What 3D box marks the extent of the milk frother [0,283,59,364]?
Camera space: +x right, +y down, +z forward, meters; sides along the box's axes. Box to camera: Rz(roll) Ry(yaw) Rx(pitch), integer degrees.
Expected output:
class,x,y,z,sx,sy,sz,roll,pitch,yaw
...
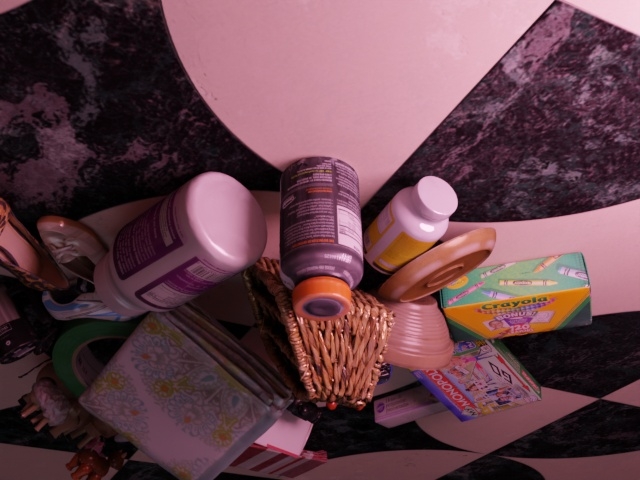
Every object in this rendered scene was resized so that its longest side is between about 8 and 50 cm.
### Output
class,x,y,z,sx,sy,sz,roll,pitch,yaw
milk frother,-0.602,0.165,1.598,0.129,0.134,0.143,-28,167,-22

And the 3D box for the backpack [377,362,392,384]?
class,x,y,z,sx,sy,sz,roll,pitch,yaw
backpack,0.104,0.279,1.822,0.120,0.097,0.101,-7,175,9

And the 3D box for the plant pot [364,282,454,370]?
class,x,y,z,sx,sy,sz,roll,pitch,yaw
plant pot,0.155,0.152,1.569,0.237,0.237,0.109,10,104,-17

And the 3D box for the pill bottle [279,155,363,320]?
class,x,y,z,sx,sy,sz,roll,pitch,yaw
pill bottle,0.000,0.000,1.249,0.131,0.245,0.130,0,146,0

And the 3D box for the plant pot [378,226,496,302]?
class,x,y,z,sx,sy,sz,roll,pitch,yaw
plant pot,0.215,0.052,1.431,0.236,0.032,0.236,-25,162,-8

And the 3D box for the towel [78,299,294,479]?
class,x,y,z,sx,sy,sz,roll,pitch,yaw
towel,-0.266,0.306,1.583,0.320,0.090,0.374,41,121,-4

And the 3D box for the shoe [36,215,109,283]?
class,x,y,z,sx,sy,sz,roll,pitch,yaw
shoe,-0.428,0.027,1.448,0.077,0.058,0.219,-15,145,20

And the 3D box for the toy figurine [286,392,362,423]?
class,x,y,z,sx,sy,sz,roll,pitch,yaw
toy figurine,-0.006,0.260,1.680,0.213,0.209,0.148,-24,133,37

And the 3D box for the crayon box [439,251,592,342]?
class,x,y,z,sx,sy,sz,roll,pitch,yaw
crayon box,0.386,0.117,1.589,0.279,0.081,0.165,-10,146,14

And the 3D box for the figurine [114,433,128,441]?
class,x,y,z,sx,sy,sz,roll,pitch,yaw
figurine,-0.404,0.437,2.000,0.215,0.092,0.209,-16,163,-32

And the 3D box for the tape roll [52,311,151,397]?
class,x,y,z,sx,sy,sz,roll,pitch,yaw
tape roll,-0.400,0.254,1.707,0.321,0.077,0.321,4,133,4

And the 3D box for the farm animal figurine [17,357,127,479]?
class,x,y,z,sx,sy,sz,roll,pitch,yaw
farm animal figurine,-0.562,0.409,1.898,0.326,0.172,0.330,57,165,-19

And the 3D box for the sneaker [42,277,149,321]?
class,x,y,z,sx,sy,sz,roll,pitch,yaw
sneaker,-0.420,0.106,1.552,0.237,0.085,0.086,-5,140,0

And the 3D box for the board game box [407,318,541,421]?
class,x,y,z,sx,sy,sz,roll,pitch,yaw
board game box,0.333,0.293,1.828,0.214,0.046,0.317,-25,127,30

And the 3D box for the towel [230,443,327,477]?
class,x,y,z,sx,sy,sz,roll,pitch,yaw
towel,-0.173,0.659,2.450,0.329,0.037,0.237,19,144,-25

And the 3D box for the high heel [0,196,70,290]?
class,x,y,z,sx,sy,sz,roll,pitch,yaw
high heel,-0.496,0.010,1.358,0.186,0.093,0.261,28,154,-14

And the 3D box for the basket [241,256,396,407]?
class,x,y,z,sx,sy,sz,roll,pitch,yaw
basket,-0.041,0.165,1.425,0.223,0.213,0.299,14,-172,-22

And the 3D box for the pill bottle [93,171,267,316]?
class,x,y,z,sx,sy,sz,roll,pitch,yaw
pill bottle,-0.245,0.020,1.345,0.302,0.169,0.169,-28,138,36

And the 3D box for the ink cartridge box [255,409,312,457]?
class,x,y,z,sx,sy,sz,roll,pitch,yaw
ink cartridge box,-0.184,0.378,1.828,0.283,0.117,0.207,8,162,47

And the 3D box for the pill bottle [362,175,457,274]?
class,x,y,z,sx,sy,sz,roll,pitch,yaw
pill bottle,0.149,-0.026,1.344,0.103,0.103,0.184,13,145,-20

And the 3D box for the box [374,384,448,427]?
class,x,y,z,sx,sy,sz,roll,pitch,yaw
box,0.281,0.401,2.039,0.324,0.063,0.067,-27,137,34
